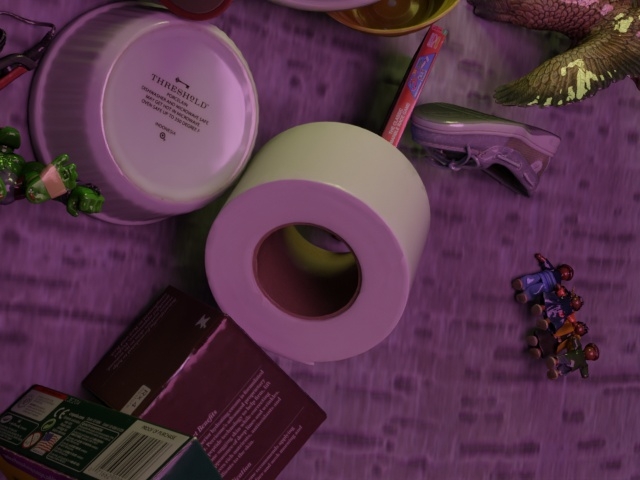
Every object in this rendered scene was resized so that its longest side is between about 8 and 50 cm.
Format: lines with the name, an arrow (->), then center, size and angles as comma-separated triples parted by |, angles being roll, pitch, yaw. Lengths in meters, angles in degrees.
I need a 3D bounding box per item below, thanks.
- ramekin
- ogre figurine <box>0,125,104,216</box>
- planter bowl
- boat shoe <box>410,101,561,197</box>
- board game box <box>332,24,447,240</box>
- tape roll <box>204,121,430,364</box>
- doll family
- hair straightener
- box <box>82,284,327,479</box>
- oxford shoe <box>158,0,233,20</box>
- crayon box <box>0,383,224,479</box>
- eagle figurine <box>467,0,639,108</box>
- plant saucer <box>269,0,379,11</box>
ramekin -> -0.194, -0.148, 1.672 | 0.272, 0.127, 0.273 | -4, 97, -36
ogre figurine -> -0.349, -0.073, 1.565 | 0.197, 0.118, 0.097 | -8, 105, -28
planter bowl -> 0.092, -0.333, 1.861 | 0.217, 0.217, 0.090 | -53, 159, -20
boat shoe -> 0.228, -0.123, 1.972 | 0.320, 0.118, 0.103 | 6, 101, -56
board game box -> 0.090, -0.138, 1.878 | 0.027, 0.145, 0.281 | 25, 77, -3
tape roll -> 0.000, 0.000, 1.703 | 0.246, 0.246, 0.169 | 64, 23, -22
doll family -> 0.359, 0.114, 2.136 | 0.111, 0.076, 0.193 | -19, 102, -29
hair straightener -> -0.389, -0.190, 1.574 | 0.230, 0.047, 0.089 | -40, 116, -27
box -> -0.138, 0.192, 1.706 | 0.168, 0.167, 0.203 | -48, 119, -12
oxford shoe -> -0.225, -0.395, 1.636 | 0.123, 0.130, 0.348 | -37, 98, 13
crayon box -> -0.188, 0.330, 1.573 | 0.106, 0.363, 0.313 | -43, 117, -26
eagle figurine -> 0.376, -0.290, 2.045 | 0.298, 0.226, 0.225 | 4, 112, -41
plant saucer -> 0.005, -0.485, 1.732 | 0.400, 0.100, 0.401 | 2, 85, -18
